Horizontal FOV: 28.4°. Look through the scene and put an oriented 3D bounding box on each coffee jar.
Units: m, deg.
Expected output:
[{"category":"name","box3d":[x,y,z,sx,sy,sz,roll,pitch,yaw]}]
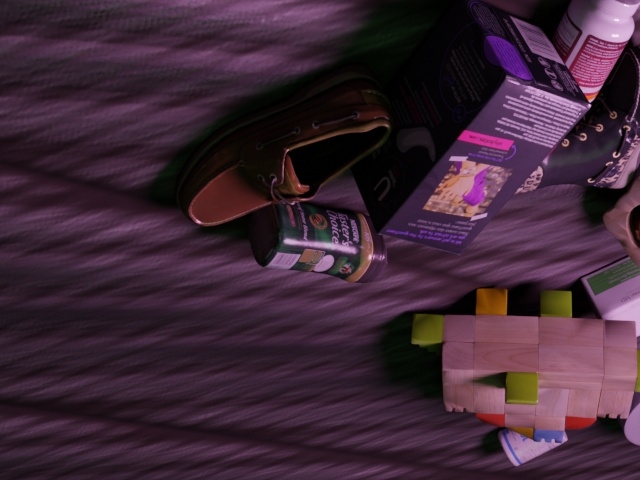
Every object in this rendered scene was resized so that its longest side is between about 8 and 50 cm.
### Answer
[{"category":"coffee jar","box3d":[0.000,0.000,1.704,0.184,0.096,0.079,11,134,-31]}]

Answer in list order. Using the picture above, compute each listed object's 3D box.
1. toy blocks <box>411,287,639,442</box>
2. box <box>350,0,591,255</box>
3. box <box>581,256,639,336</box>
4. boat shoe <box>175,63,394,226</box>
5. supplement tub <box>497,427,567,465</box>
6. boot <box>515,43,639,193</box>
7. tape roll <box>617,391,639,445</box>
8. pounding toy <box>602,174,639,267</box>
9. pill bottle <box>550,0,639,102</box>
[{"category":"toy blocks","box3d":[0.340,0.226,1.995,0.381,0.191,0.261,1,147,9]},{"category":"box","box3d":[0.173,-0.138,1.562,0.143,0.165,0.270,14,130,-34]},{"category":"box","box3d":[0.482,0.095,2.002,0.101,0.087,0.102,-26,139,7]},{"category":"boat shoe","box3d":[-0.050,-0.099,1.566,0.307,0.104,0.111,-34,138,17]},{"category":"supplement tub","box3d":[0.378,0.351,2.261,0.107,0.071,0.071,-30,138,12]},{"category":"boot","box3d":[0.344,-0.151,1.678,0.178,0.085,0.236,-7,139,-10]},{"category":"tape roll","box3d":[0.637,0.280,2.282,0.219,0.072,0.219,-11,138,-10]},{"category":"pounding toy","box3d":[0.526,-0.067,1.763,0.155,0.154,0.269,-45,172,-22]},{"category":"pill bottle","box3d":[0.333,-0.249,1.562,0.086,0.086,0.152,2,136,-23]}]
